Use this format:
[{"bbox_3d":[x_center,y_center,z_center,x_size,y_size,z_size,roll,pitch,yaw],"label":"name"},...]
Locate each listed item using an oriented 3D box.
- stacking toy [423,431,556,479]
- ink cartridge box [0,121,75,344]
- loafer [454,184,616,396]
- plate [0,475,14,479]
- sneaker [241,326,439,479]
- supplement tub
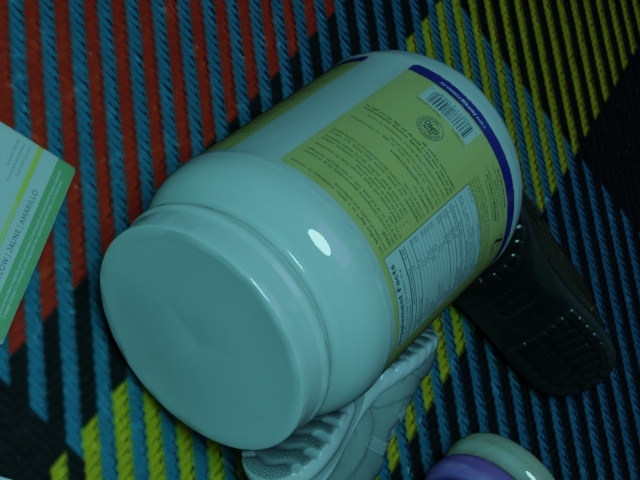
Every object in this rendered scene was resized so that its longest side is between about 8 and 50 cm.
[{"bbox_3d":[0.073,0.310,1.023,0.330,0.141,0.141,-32,94,-35],"label":"stacking toy"},{"bbox_3d":[-0.321,-0.040,0.876,0.235,0.056,0.171,34,55,-27],"label":"ink cartridge box"},{"bbox_3d":[0.182,0.008,1.242,0.366,0.134,0.130,55,20,-21],"label":"loafer"},{"bbox_3d":[-0.200,0.322,0.832,0.277,0.045,0.278,23,59,-32],"label":"plate"},{"bbox_3d":[0.020,0.167,1.066,0.281,0.105,0.115,-40,132,-46],"label":"sneaker"},{"bbox_3d":[0.000,0.000,0.997,0.331,0.241,0.241,-39,99,-42],"label":"supplement tub"}]
